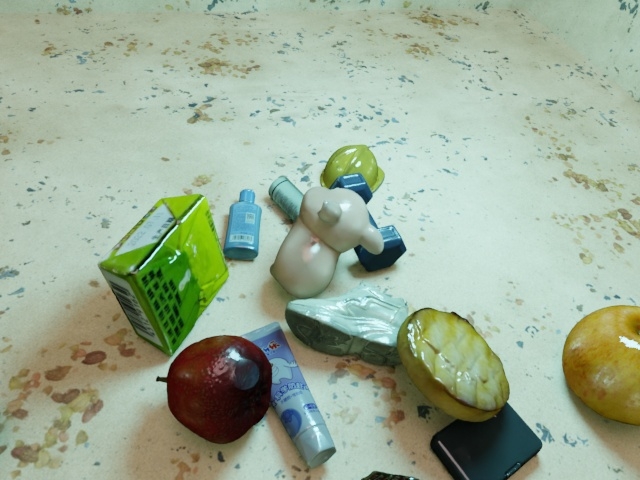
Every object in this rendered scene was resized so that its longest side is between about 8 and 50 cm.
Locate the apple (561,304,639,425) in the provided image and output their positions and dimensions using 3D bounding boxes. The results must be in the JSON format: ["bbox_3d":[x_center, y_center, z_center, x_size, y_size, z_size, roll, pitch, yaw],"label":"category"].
[{"bbox_3d":[0.767,0.298,1.202,0.298,0.275,0.299,1,45,-1],"label":"apple"}]

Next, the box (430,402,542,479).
[{"bbox_3d":[0.383,0.471,1.126,0.230,0.050,0.160,-21,54,-26],"label":"box"}]

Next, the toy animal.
[{"bbox_3d":[0.000,0.000,1.328,0.237,0.269,0.327,36,61,-33],"label":"toy animal"}]

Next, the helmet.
[{"bbox_3d":[0.119,-0.264,1.697,0.257,0.140,0.205,-35,61,-30],"label":"helmet"}]

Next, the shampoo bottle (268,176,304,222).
[{"bbox_3d":[-0.060,-0.095,1.545,0.085,0.085,0.262,-26,57,-29],"label":"shampoo bottle"}]

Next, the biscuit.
[{"bbox_3d":[0.309,0.292,1.161,0.296,0.102,0.296,24,32,-16],"label":"biscuit"}]

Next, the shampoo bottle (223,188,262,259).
[{"bbox_3d":[-0.233,-0.056,1.497,0.103,0.061,0.259,3,48,-5],"label":"shampoo bottle"}]

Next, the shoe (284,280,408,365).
[{"bbox_3d":[0.082,0.192,1.285,0.341,0.132,0.211,16,45,-2],"label":"shoe"}]

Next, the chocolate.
[{"bbox_3d":[-0.372,0.075,1.203,0.136,0.301,0.289,13,45,18],"label":"chocolate"}]

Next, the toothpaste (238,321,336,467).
[{"bbox_3d":[-0.083,0.351,1.157,0.125,0.080,0.371,-19,46,-20],"label":"toothpaste"}]

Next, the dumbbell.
[{"bbox_3d":[0.135,-0.059,1.508,0.143,0.156,0.316,12,39,-41],"label":"dumbbell"}]

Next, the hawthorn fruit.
[{"bbox_3d":[-0.245,0.315,1.058,0.265,0.230,0.210,0,37,10],"label":"hawthorn fruit"}]

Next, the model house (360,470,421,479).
[{"bbox_3d":[0.157,0.541,1.007,0.152,0.106,0.165,32,14,33],"label":"model house"}]
